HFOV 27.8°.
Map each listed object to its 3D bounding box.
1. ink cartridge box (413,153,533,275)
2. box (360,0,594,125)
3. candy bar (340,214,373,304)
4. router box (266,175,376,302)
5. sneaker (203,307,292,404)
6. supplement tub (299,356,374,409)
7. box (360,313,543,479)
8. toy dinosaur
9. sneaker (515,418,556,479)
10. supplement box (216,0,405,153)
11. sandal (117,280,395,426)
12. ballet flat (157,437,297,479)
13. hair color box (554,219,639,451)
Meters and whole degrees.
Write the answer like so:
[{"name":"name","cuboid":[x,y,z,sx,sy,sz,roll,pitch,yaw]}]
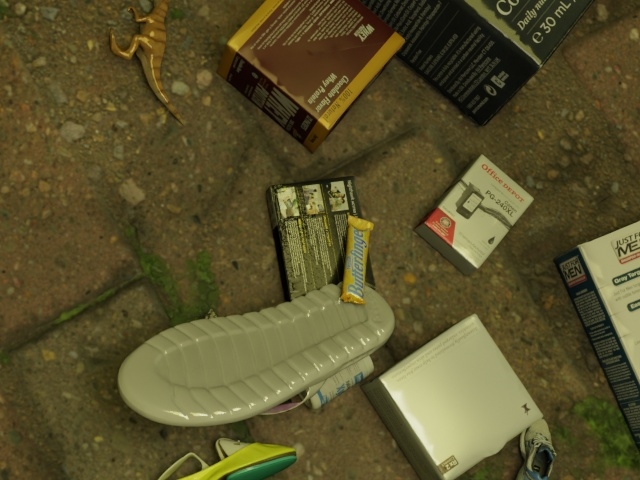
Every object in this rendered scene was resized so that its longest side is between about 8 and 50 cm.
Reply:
[{"name":"ink cartridge box","cuboid":[0.234,-0.040,1.970,0.109,0.063,0.150,41,74,-1]},{"name":"box","cuboid":[0.237,-0.523,1.960,0.472,0.297,0.480,38,73,0]},{"name":"candy bar","cuboid":[0.052,0.030,1.866,0.040,0.018,0.161,18,48,-12]},{"name":"router box","cuboid":[0.000,0.000,1.921,0.133,0.046,0.178,-7,80,-14]},{"name":"sneaker","cuboid":[-0.104,0.173,1.859,0.170,0.051,0.089,26,78,-2]},{"name":"supplement tub","cuboid":[0.015,0.190,1.871,0.107,0.071,0.071,-31,86,-15]},{"name":"box","cuboid":[0.188,0.232,1.872,0.181,0.119,0.182,-32,86,-17]},{"name":"toy dinosaur","cuboid":[-0.256,-0.283,1.921,0.112,0.064,0.211,1,78,-13]},{"name":"sneaker","cuboid":[0.325,0.313,1.898,0.052,0.058,0.135,21,48,-8]},{"name":"supplement box","cuboid":[-0.016,-0.275,1.934,0.194,0.129,0.191,40,73,-1]},{"name":"sandal","cuboid":[-0.076,0.177,1.780,0.416,0.102,0.169,-15,49,-26]},{"name":"ballet flat","cuboid":[-0.148,0.323,1.811,0.231,0.077,0.077,-25,68,-14]},{"name":"hair color box","cuboid":[0.514,0.145,1.966,0.174,0.105,0.347,-21,83,-15]}]
